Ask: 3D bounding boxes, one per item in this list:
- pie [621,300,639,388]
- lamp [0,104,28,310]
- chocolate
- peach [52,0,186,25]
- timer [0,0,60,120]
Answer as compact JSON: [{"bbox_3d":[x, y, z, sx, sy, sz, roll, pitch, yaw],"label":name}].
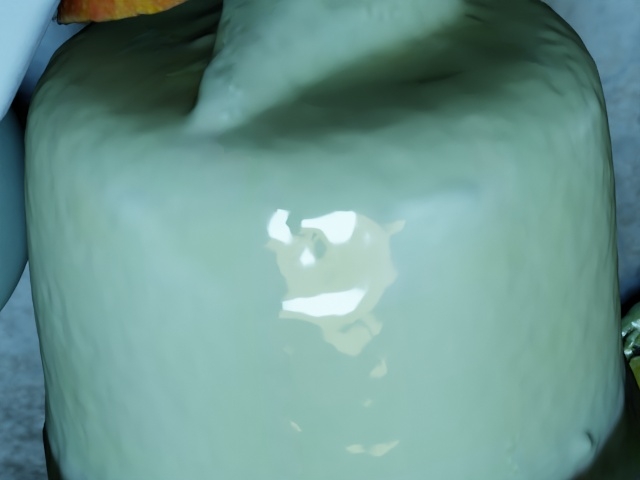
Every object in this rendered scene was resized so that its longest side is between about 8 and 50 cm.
[{"bbox_3d":[0.297,0.127,0.990,0.306,0.071,0.306,-2,125,-4],"label":"pie"},{"bbox_3d":[-0.260,-0.037,0.705,0.244,0.198,0.198,34,115,-20],"label":"lamp"},{"bbox_3d":[0.000,0.000,0.688,0.314,0.326,0.297,-11,132,-7],"label":"chocolate"},{"bbox_3d":[-0.048,-0.196,0.622,0.279,0.189,0.068,-36,126,24],"label":"peach"},{"bbox_3d":[-0.191,-0.193,0.597,0.194,0.195,0.192,21,120,-21],"label":"timer"}]
